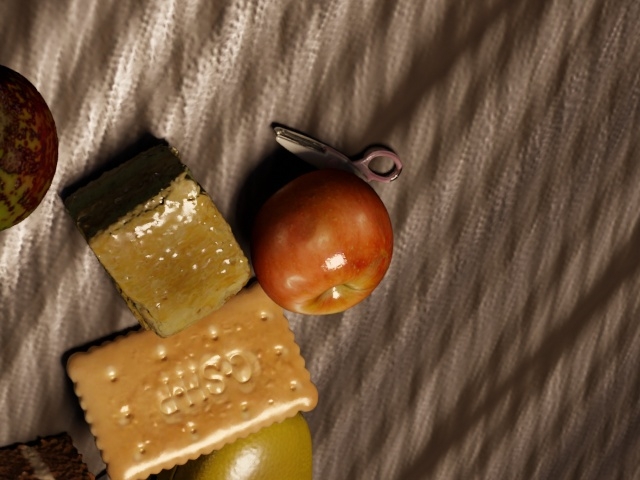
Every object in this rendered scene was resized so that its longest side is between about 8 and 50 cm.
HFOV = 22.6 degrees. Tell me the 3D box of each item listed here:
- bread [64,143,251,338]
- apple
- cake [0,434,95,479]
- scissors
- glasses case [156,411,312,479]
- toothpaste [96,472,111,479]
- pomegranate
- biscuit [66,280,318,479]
[{"bbox_3d":[-0.161,0.008,1.663,0.138,0.102,0.196,-30,131,-5],"label":"bread"},{"bbox_3d":[0.000,0.000,1.706,0.163,0.139,0.163,-14,157,-6],"label":"apple"},{"bbox_3d":[-0.317,0.307,1.751,0.147,0.135,0.135,-17,123,-22],"label":"cake"},{"bbox_3d":[0.013,-0.085,1.745,0.176,0.022,0.085,25,114,-40],"label":"scissors"},{"bbox_3d":[-0.101,0.345,1.889,0.173,0.141,0.371,-10,124,-21],"label":"glasses case"},{"bbox_3d":[-0.213,0.348,1.794,0.043,0.194,0.067,23,122,-41],"label":"toothpaste"},{"bbox_3d":[-0.339,-0.119,1.442,0.214,0.214,0.248,10,81,-33],"label":"pomegranate"},{"bbox_3d":[-0.138,0.154,1.753,0.249,0.160,0.030,-20,172,-15],"label":"biscuit"}]
